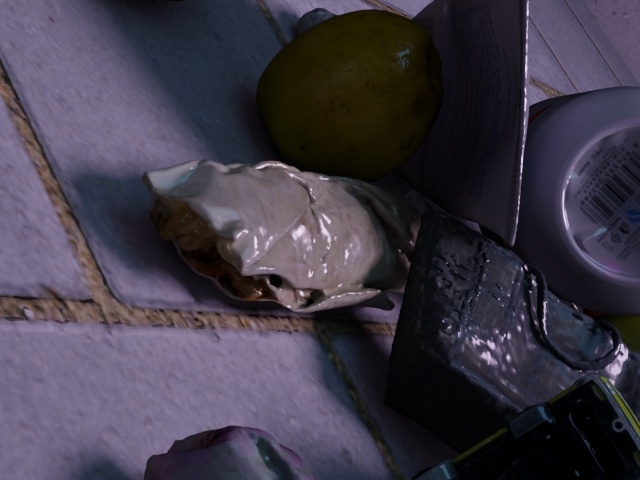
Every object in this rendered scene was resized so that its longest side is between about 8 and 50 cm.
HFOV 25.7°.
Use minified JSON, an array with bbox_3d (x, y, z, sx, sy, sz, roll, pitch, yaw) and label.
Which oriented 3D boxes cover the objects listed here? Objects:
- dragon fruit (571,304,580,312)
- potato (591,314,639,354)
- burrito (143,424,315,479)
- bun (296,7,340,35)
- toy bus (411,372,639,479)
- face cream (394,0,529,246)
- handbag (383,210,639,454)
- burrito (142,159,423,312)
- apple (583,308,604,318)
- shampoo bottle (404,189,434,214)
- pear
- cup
[{"bbox_3d":[0.259,0.121,1.393,0.086,0.081,0.116,87,-19,-86],"label":"dragon fruit"},{"bbox_3d":[0.326,0.195,1.246,0.304,0.216,0.216,51,20,13],"label":"potato"},{"bbox_3d":[-0.034,0.187,0.689,0.144,0.089,0.229,44,25,-30],"label":"burrito"},{"bbox_3d":[0.012,-0.207,1.438,0.083,0.045,0.083,40,23,-20],"label":"bun"},{"bbox_3d":[0.147,0.166,0.970,0.088,0.175,0.101,61,19,17],"label":"toy bus"},{"bbox_3d":[0.129,-0.130,1.270,0.420,0.137,0.235,-135,-132,-83],"label":"face cream"},{"bbox_3d":[0.166,0.102,1.098,0.270,0.088,0.175,36,49,-9],"label":"handbag"},{"bbox_3d":[0.000,0.000,1.053,0.392,0.076,0.117,4,56,-63],"label":"burrito"},{"bbox_3d":[0.425,0.083,1.565,0.260,0.260,0.217,33,42,-42],"label":"apple"},{"bbox_3d":[0.104,0.007,1.304,0.099,0.043,0.072,49,22,-13],"label":"shampoo bottle"},{"bbox_3d":[0.030,-0.120,1.196,0.149,0.162,0.149,48,28,-36],"label":"pear"},{"bbox_3d":[0.267,-0.041,1.332,0.212,0.212,0.317,53,2,-2],"label":"cup"}]
